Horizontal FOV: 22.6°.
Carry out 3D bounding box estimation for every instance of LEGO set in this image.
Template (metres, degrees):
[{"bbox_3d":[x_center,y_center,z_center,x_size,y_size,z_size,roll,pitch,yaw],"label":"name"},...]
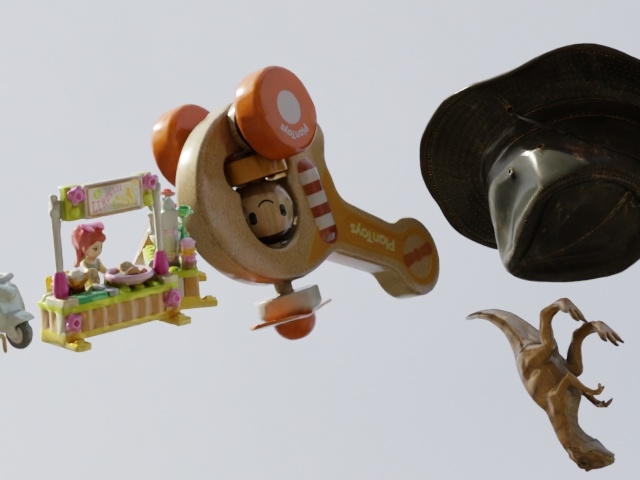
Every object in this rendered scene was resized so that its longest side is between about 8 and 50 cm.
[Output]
[{"bbox_3d":[-0.140,-0.003,1.129,0.132,0.287,0.107,3,-76,26],"label":"LEGO set"}]

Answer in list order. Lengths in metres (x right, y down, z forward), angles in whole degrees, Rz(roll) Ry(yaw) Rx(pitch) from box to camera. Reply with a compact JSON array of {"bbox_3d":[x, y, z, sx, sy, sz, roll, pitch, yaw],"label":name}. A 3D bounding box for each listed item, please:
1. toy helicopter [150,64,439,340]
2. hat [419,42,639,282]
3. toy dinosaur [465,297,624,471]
[{"bbox_3d":[0.000,0.000,1.524,0.140,0.235,0.355,-20,-27,36],"label":"toy helicopter"},{"bbox_3d":[0.252,-0.035,1.588,0.331,0.134,0.331,7,-38,6],"label":"hat"},{"bbox_3d":[0.183,0.095,1.337,0.064,0.211,0.112,17,-58,-41],"label":"toy dinosaur"}]
